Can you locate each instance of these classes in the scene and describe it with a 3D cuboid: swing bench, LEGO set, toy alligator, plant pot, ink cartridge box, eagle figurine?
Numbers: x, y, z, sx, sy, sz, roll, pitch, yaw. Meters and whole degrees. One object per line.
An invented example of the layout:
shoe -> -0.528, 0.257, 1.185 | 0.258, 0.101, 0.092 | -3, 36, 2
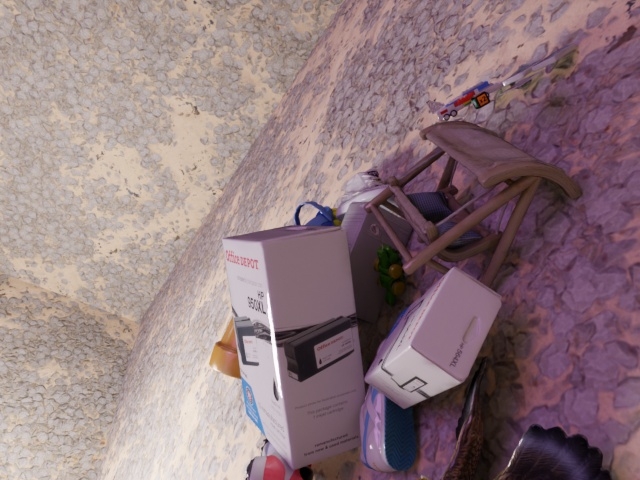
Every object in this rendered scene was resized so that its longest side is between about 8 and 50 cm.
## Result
swing bench -> 0.236, -0.072, 0.833 | 0.255, 0.165, 0.253 | -55, 24, 17
LEGO set -> 0.315, -0.288, 0.886 | 0.244, 0.060, 0.182 | -36, 11, -27
toy alligator -> 0.139, 0.043, 0.968 | 0.051, 0.190, 0.056 | -28, 30, -27
plant pot -> -0.154, 0.239, 1.224 | 0.205, 0.205, 0.188 | 0, 76, 64
ink cartridge box -> 0.160, 0.150, 0.728 | 0.148, 0.085, 0.203 | -52, -7, -31
eagle figurine -> 0.170, 0.318, 0.592 | 0.298, 0.225, 0.226 | -35, 67, -8
ink cartridge box -> -0.058, 0.176, 0.953 | 0.285, 0.166, 0.395 | 3, 101, 65

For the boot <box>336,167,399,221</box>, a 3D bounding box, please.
boot -> 0.122, -0.126, 1.206 | 0.258, 0.095, 0.124 | -17, 57, 60

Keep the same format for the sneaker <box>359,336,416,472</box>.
sneaker -> 0.110, 0.270, 0.835 | 0.092, 0.087, 0.229 | -39, 31, 48

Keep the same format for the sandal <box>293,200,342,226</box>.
sandal -> 0.000, 0.000, 1.282 | 0.126, 0.138, 0.317 | -51, 28, 21

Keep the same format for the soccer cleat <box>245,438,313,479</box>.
soccer cleat -> -0.067, 0.443, 0.952 | 0.318, 0.116, 0.109 | 72, -155, -81

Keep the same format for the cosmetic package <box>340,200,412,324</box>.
cosmetic package -> 0.090, 0.047, 1.058 | 0.238, 0.127, 0.107 | -64, 24, -7
